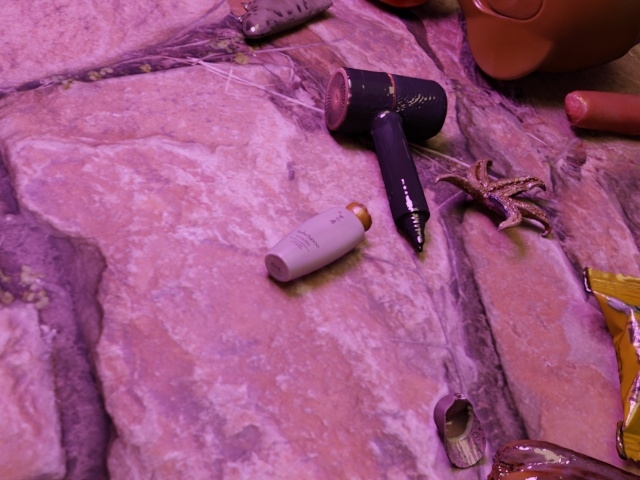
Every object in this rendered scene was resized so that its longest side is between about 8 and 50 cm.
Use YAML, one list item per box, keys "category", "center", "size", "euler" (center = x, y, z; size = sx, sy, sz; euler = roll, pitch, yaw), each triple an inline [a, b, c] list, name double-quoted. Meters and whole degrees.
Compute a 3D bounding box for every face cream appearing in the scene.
- category: "face cream"
  center: [0.000, 0.000, 1.234]
  size: [0.072, 0.051, 0.182]
  euler: [37, 43, 23]

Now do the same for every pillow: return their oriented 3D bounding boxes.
- category: "pillow"
  center: [-0.075, -0.427, 1.655]
  size: [0.093, 0.051, 0.241]
  euler: [42, 47, 15]

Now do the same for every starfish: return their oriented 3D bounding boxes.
- category: "starfish"
  center: [0.266, -0.077, 1.417]
  size: [0.237, 0.057, 0.213]
  euler: [7, 33, -24]

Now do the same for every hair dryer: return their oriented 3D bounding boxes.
- category: "hair dryer"
  center: [0.132, -0.121, 1.397]
  size: [0.189, 0.107, 0.352]
  euler: [3, 52, -21]

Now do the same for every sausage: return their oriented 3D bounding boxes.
- category: "sausage"
  center: [0.597, -0.235, 1.694]
  size: [0.326, 0.079, 0.087]
  euler: [3, 33, -20]

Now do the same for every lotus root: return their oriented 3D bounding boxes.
- category: "lotus root"
  center: [0.352, 0.318, 1.018]
  size: [0.329, 0.078, 0.167]
  euler: [19, 43, -1]

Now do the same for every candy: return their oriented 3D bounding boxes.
- category: "candy"
  center: [0.457, 0.172, 1.213]
  size: [0.187, 0.081, 0.297]
  euler: [12, 53, -9]

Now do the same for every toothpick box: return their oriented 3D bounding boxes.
- category: "toothpick box"
  center: [0.460, -0.523, 1.704]
  size: [0.425, 0.409, 0.409]
  euler: [-30, 61, -35]

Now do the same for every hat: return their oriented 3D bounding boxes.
- category: "hat"
  center: [0.160, 0.227, 1.074]
  size: [0.058, 0.042, 0.087]
  euler: [-10, 84, -25]

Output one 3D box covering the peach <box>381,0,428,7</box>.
- category: "peach"
  center: [0.167, -0.579, 1.796]
  size: [0.230, 0.231, 0.231]
  euler: [11, 42, -10]
